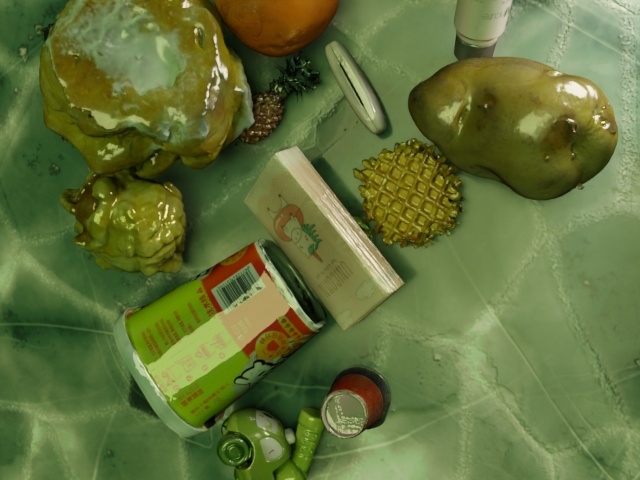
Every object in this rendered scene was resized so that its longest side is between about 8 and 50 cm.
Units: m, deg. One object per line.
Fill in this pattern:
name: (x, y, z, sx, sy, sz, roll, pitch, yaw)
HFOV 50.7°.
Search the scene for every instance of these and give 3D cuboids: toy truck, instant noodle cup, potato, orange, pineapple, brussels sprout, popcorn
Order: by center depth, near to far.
potato: (0.313, -0.202, 1.132, 0.350, 0.202, 0.218, 24, 88, 20)
orange: (-0.079, -0.458, 1.211, 0.239, 0.240, 0.240, 0, 92, 15)
instant noodle cup: (0.058, 0.306, 1.250, 0.127, 0.135, 0.127, 0, 91, 16)
instant noodle cup: (-0.169, 0.163, 1.257, 0.307, 0.294, 0.294, -35, 83, 7)
brussels sprout: (0.070, -0.013, 1.276, 0.085, 0.058, 0.085, 23, 124, 39)
pineapple: (-0.093, -0.263, 1.297, 0.221, 0.103, 0.083, -44, 114, 11)
toy truck: (-0.091, 0.418, 1.301, 0.210, 0.148, 0.187, 0, 94, -6)
popcorn: (-0.370, -0.030, 1.315, 0.256, 0.255, 0.195, -6, 48, 48)

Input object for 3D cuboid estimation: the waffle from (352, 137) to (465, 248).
waffle: (0.164, -0.081, 1.229, 0.193, 0.070, 0.197, -30, 85, 31)

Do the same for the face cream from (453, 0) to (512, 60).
face cream: (0.271, -0.401, 1.113, 0.092, 0.311, 0.092, 1, 52, -1)

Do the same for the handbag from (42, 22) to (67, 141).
handbag: (-0.444, -0.321, 1.381, 0.222, 0.080, 0.247, 5, 112, 19)

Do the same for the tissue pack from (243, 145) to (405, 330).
tissue pack: (0.000, 0.000, 1.255, 0.325, 0.071, 0.170, 52, 138, 8)

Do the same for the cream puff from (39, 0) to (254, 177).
cream puff: (-0.309, -0.269, 1.218, 0.378, 0.275, 0.379, 2, 82, -11)

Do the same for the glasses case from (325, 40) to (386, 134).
glasses case: (0.066, -0.285, 1.261, 0.049, 0.074, 0.193, -31, 83, 17)
